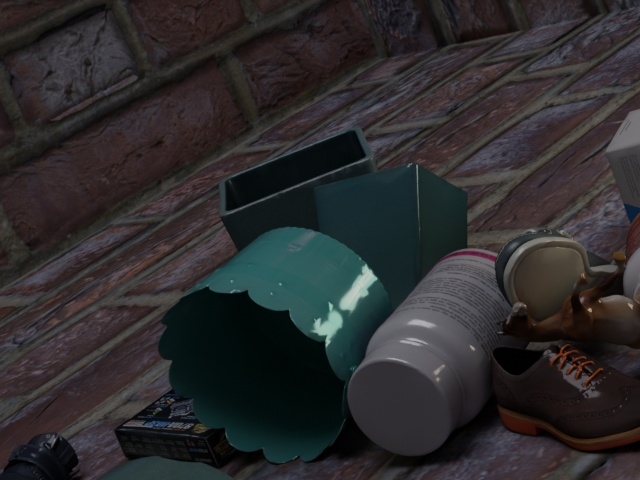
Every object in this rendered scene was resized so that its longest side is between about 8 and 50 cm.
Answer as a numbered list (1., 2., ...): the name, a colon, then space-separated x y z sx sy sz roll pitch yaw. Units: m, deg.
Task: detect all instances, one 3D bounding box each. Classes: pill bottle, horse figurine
1. pill bottle: 0.441 0.037 1.908 0.121 0.121 0.216 -16 17 19
2. horse figurine: 0.353 0.075 1.750 0.263 0.066 0.174 -1 -34 -17
3. pill bottle: 0.153 0.137 1.889 0.160 0.160 0.283 -12 18 33

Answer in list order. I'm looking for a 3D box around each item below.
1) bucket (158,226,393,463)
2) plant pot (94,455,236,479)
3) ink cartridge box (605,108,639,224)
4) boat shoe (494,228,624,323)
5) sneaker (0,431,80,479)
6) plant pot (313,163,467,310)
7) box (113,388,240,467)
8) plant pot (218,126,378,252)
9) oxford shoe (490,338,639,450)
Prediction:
1. bucket: -0.047 0.130 1.972 0.281 0.281 0.183 -9 25 39
2. plant pot: -0.191 0.367 1.338 0.341 0.341 0.334 -14 9 27
3. ink cartridge box: 0.552 -0.107 2.145 0.232 0.171 0.168 -13 18 29
4. boat shoe: 0.280 0.040 1.895 0.099 0.116 0.319 35 11 31
5. sneaker: -0.373 0.330 2.097 0.226 0.086 0.163 -9 23 43
6. plant pot: 0.104 0.040 2.120 0.165 0.234 0.165 -12 -20 29
7. box: -0.159 0.247 2.148 0.220 0.051 0.175 -4 23 47
8. plant pot: 0.000 0.000 2.386 0.247 0.252 0.248 -21 15 2
9. oxford shoe: 0.288 0.169 1.715 0.097 0.098 0.271 -33 19 -34
